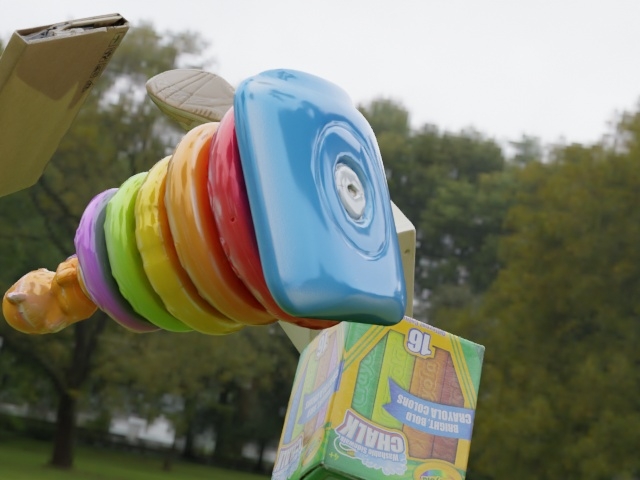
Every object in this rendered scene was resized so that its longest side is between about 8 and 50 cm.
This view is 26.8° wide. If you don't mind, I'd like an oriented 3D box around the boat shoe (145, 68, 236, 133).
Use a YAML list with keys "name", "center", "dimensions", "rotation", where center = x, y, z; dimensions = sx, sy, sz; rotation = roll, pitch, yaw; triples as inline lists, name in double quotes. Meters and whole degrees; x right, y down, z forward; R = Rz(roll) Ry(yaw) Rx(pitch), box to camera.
- name: "boat shoe"
  center: [-0.087, -0.099, 1.160]
  dimensions: [0.063, 0.059, 0.170]
  rotation: [-33, 44, -32]

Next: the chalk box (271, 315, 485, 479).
- name: "chalk box"
  center: [0.044, 0.183, 1.160]
  dimensions: [0.132, 0.213, 0.132]
  rotation: [22, -34, -14]

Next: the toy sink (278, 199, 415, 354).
- name: "toy sink"
  center: [0.000, 0.000, 1.467]
  dimensions: [0.131, 0.153, 0.234]
  rotation: [-16, 38, -20]

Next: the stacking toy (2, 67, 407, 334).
- name: "stacking toy"
  center: [-0.104, 0.009, 0.936]
  dimensions: [0.302, 0.165, 0.175]
  rotation: [-19, -15, 28]

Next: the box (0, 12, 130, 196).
- name: "box"
  center: [-0.265, -0.114, 1.211]
  dimensions: [0.021, 0.201, 0.164]
  rotation: [41, 26, 9]
